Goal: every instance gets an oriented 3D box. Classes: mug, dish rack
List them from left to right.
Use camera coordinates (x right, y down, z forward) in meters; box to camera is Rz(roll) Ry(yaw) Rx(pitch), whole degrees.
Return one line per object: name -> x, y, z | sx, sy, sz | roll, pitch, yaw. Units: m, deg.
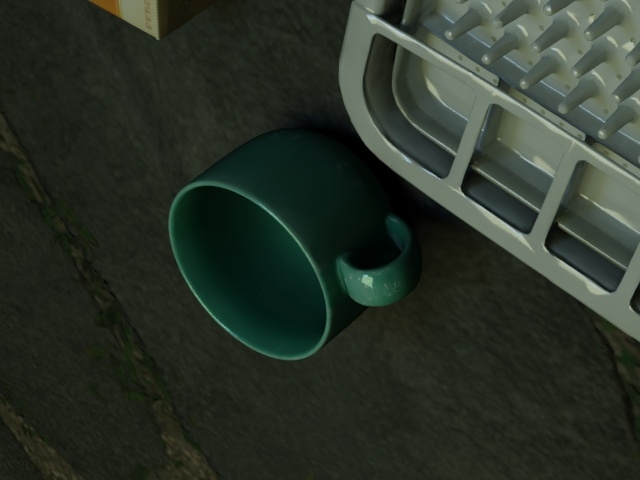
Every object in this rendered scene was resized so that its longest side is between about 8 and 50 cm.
mug -> -0.005, 0.003, 1.052 | 0.158, 0.097, 0.129 | 38, 141, 16
dish rack -> 0.156, -0.114, 0.801 | 0.285, 0.072, 0.333 | 36, 142, 21

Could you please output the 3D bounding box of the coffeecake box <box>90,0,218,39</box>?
coffeecake box -> -0.145, -0.229, 1.026 | 0.185, 0.068, 0.142 | 31, 140, 27
